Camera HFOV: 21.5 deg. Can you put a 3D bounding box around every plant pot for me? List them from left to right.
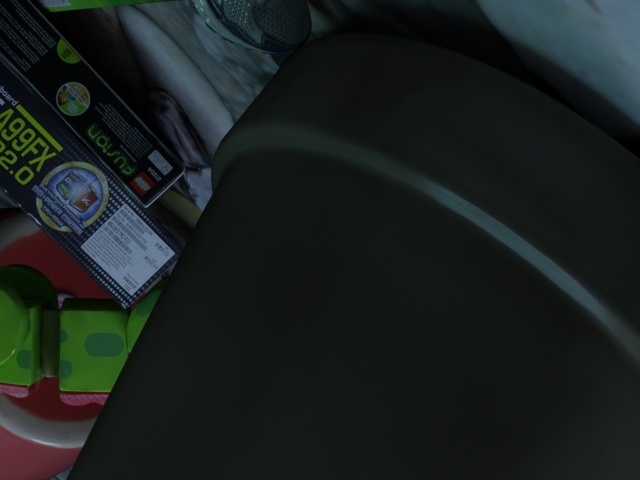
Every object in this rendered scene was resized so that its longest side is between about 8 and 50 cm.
[{"bbox_3d":[-0.262,0.086,1.423,0.275,0.275,0.243,50,149,-13],"label":"plant pot"},{"bbox_3d":[0.020,0.111,0.789,0.323,0.280,0.323,35,158,17],"label":"plant pot"}]

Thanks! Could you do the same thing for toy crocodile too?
[{"bbox_3d":[-0.173,0.077,1.220,0.340,0.105,0.115,3,-175,0],"label":"toy crocodile"}]

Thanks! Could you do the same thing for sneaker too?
[{"bbox_3d":[-0.038,-0.140,0.785,0.058,0.052,0.135,10,143,48],"label":"sneaker"}]

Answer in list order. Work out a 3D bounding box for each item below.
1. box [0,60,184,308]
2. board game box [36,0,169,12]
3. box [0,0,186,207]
[{"bbox_3d":[-0.229,-0.092,1.137,0.270,0.060,0.216,48,176,-34],"label":"box"},{"bbox_3d":[-0.133,-0.183,0.914,0.124,0.039,0.259,52,163,-23],"label":"board game box"},{"bbox_3d":[-0.169,-0.110,1.087,0.207,0.036,0.114,47,179,-4],"label":"box"}]
